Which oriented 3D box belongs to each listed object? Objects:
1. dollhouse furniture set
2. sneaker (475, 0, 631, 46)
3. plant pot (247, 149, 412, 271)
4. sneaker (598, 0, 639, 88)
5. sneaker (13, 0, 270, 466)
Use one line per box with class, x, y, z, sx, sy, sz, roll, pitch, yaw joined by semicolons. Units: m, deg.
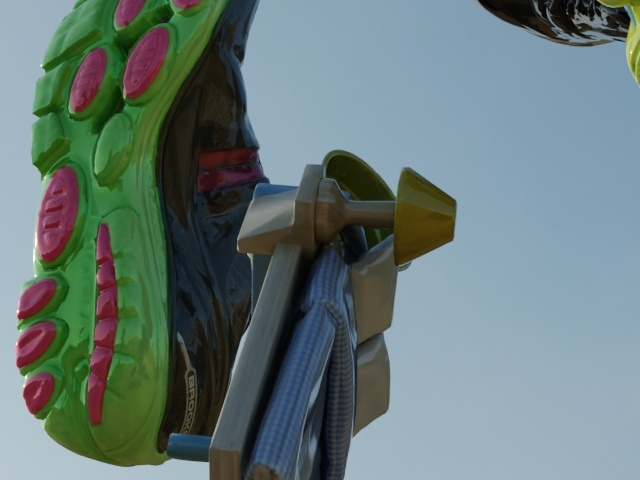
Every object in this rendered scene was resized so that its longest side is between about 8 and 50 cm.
dollhouse furniture set;0.041;0.158;0.653;0.198;0.286;0.303;6;-60;7
sneaker;0.202;-0.173;0.994;0.283;0.107;0.124;13;10;35
plant pot;0.000;0.000;0.939;0.079;0.083;0.083;-32;-38;28
sneaker;0.186;-0.189;0.848;0.091;0.240;0.126;-10;16;41
sneaker;-0.126;-0.047;1.298;0.185;0.483;0.202;-1;-19;34
